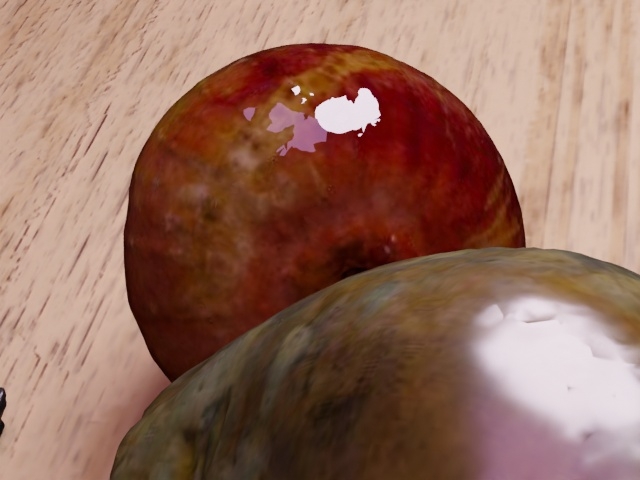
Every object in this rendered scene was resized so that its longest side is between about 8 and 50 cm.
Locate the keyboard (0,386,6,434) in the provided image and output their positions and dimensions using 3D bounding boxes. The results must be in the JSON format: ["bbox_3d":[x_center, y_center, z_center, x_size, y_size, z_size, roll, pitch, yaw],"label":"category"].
[{"bbox_3d":[-0.320,0.121,0.770,0.317,0.027,0.106,-3,41,13],"label":"keyboard"}]

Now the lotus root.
[{"bbox_3d":[0.036,0.109,0.461,0.260,0.149,0.267,-22,33,49],"label":"lotus root"}]

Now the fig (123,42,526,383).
[{"bbox_3d":[-0.001,0.000,0.712,0.205,0.205,0.205,-8,36,6],"label":"fig"}]
